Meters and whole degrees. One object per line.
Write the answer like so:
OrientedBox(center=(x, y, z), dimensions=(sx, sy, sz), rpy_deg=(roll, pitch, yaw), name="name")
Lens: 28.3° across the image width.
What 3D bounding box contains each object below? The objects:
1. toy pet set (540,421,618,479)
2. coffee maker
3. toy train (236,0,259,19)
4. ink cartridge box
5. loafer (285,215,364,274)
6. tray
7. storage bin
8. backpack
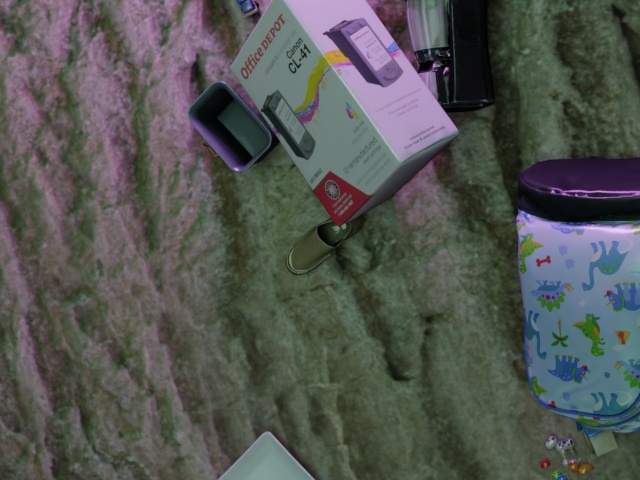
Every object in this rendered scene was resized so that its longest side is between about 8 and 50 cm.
OrientedBox(center=(0.371, 0.290, 1.845), dimensions=(0.114, 0.122, 0.065), rpy_deg=(-23, 93, -3), name="toy pet set")
OrientedBox(center=(0.210, -0.281, 1.866), dimensions=(0.171, 0.120, 0.178), rpy_deg=(-5, 91, 16), name="coffee maker")
OrientedBox(center=(-0.138, -0.421, 2.005), dimensions=(0.027, 0.036, 0.158), rpy_deg=(-28, 85, 16), name="toy train")
OrientedBox(center=(0.028, -0.207, 1.864), dimensions=(0.306, 0.131, 0.226), rpy_deg=(54, 147, 7), name="ink cartridge box")
OrientedBox(center=(0.000, 0.000, 1.974), dimensions=(0.148, 0.050, 0.056), rpy_deg=(-41, 81, 14), name="loafer")
OrientedBox(center=(-0.035, 0.443, 2.014), dimensions=(0.270, 0.030, 0.145), rpy_deg=(45, 104, 10), name="tray")
OrientedBox(center=(-0.131, -0.171, 1.985), dimensions=(0.098, 0.091, 0.135), rpy_deg=(-44, 79, 13), name="storage bin")
OrientedBox(center=(0.407, 0.084, 1.759), dimensions=(0.290, 0.273, 0.355), rpy_deg=(6, 117, 35), name="backpack")
